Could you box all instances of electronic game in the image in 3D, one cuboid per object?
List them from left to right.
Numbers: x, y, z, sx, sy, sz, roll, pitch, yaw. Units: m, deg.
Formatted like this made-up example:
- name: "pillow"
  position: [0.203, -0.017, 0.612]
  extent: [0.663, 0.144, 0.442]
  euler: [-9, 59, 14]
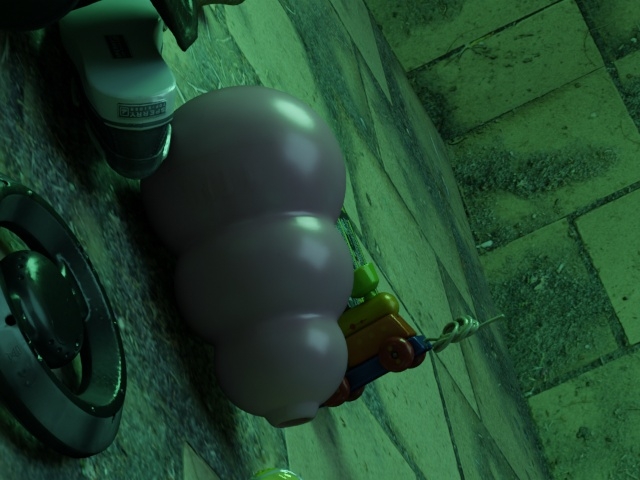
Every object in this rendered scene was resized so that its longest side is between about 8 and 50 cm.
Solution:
- name: "electronic game"
  position: [-0.209, 0.051, 1.144]
  extent: [0.229, 0.048, 0.229]
  euler: [61, 13, -24]

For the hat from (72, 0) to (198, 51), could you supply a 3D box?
- name: "hat"
  position: [-0.240, -0.305, 1.450]
  extent: [0.331, 0.134, 0.331]
  euler: [63, 6, -12]

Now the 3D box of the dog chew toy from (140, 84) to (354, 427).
- name: "dog chew toy"
  position: [-0.060, 0.019, 1.532]
  extent: [0.206, 0.206, 0.332]
  euler: [36, 39, -67]

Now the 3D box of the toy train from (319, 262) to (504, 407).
- name: "toy train"
  position: [0.077, 0.087, 1.849]
  extent: [0.143, 0.248, 0.105]
  euler: [62, 11, 7]

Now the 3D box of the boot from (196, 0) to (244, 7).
- name: "boot"
  position: [-0.202, -0.416, 2.126]
  extent: [0.207, 0.090, 0.248]
  euler: [53, 14, 10]

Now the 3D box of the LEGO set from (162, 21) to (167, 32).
- name: "LEGO set"
  position: [-0.219, -0.374, 1.854]
  extent: [0.244, 0.060, 0.182]
  euler: [63, -7, -5]

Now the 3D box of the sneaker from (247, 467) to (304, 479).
- name: "sneaker"
  position: [-0.027, 0.324, 1.352]
  extent: [0.126, 0.091, 0.240]
  euler: [-28, 94, -60]

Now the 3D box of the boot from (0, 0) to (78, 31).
- name: "boot"
  position: [-0.313, -0.240, 1.005]
  extent: [0.367, 0.146, 0.445]
  euler: [48, 11, -17]

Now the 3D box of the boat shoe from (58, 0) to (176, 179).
- name: "boat shoe"
  position: [-0.196, -0.156, 1.528]
  extent: [0.301, 0.108, 0.102]
  euler: [-119, -151, -56]

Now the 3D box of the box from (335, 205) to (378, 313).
- name: "box"
  position: [0.000, 0.000, 2.141]
  extent: [0.270, 0.060, 0.216]
  euler: [69, 12, 17]
